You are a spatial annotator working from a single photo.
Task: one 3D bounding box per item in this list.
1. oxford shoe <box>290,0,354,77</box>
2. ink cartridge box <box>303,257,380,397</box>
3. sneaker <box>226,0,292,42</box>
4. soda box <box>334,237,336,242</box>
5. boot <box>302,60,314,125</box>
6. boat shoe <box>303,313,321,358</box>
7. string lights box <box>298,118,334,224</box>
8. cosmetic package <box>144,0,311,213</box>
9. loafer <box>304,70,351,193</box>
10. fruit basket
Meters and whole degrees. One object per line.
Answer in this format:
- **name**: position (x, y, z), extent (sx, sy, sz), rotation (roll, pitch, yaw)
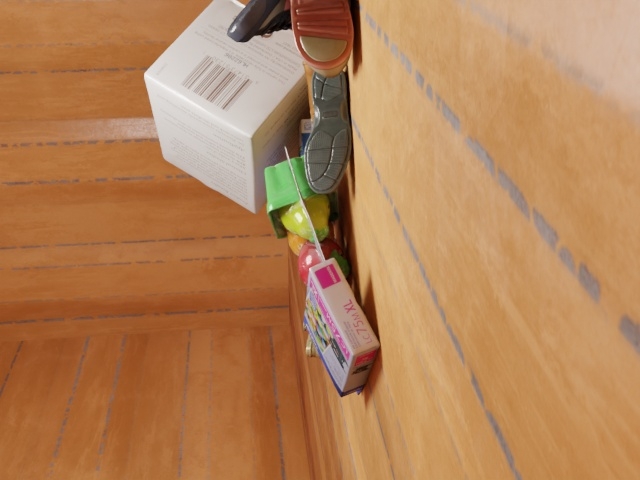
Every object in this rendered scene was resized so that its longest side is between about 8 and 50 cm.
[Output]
- **oxford shoe**: position (-0.008, -0.498, 1.491), extent (0.146, 0.140, 0.397), rotation (55, -146, -84)
- **ink cartridge box**: position (0.032, 0.183, 1.528), extent (0.311, 0.065, 0.186), rotation (93, 152, -64)
- **sneaker**: position (-0.058, -0.456, 1.562), extent (0.112, 0.131, 0.319), rotation (-23, 24, 49)
- **soda box**: position (-0.004, 0.020, 2.047), extent (0.216, 0.069, 0.074), rotation (-132, 40, -80)
- **boot**: position (0.003, -0.325, 1.805), extent (0.197, 0.072, 0.153), rotation (27, -119, -82)
- **boat shoe**: position (-0.004, 0.210, 2.037), extent (0.285, 0.089, 0.105), rotation (-107, 14, -70)
- **string lights box**: position (-0.013, -0.167, 1.997), extent (0.133, 0.076, 0.260), rotation (-165, 72, -85)
- **cosmetic package**: position (-0.214, -0.349, 2.087), extent (0.327, 0.329, 0.394), rotation (-55, -11, -23)
- **loafer**: position (0.025, -0.222, 1.619), extent (0.084, 0.096, 0.268), rotation (21, -109, -74)
- **fruit basket**: position (0.000, 0.000, 1.749), extent (0.327, 0.165, 0.353), rotation (79, 166, -74)
